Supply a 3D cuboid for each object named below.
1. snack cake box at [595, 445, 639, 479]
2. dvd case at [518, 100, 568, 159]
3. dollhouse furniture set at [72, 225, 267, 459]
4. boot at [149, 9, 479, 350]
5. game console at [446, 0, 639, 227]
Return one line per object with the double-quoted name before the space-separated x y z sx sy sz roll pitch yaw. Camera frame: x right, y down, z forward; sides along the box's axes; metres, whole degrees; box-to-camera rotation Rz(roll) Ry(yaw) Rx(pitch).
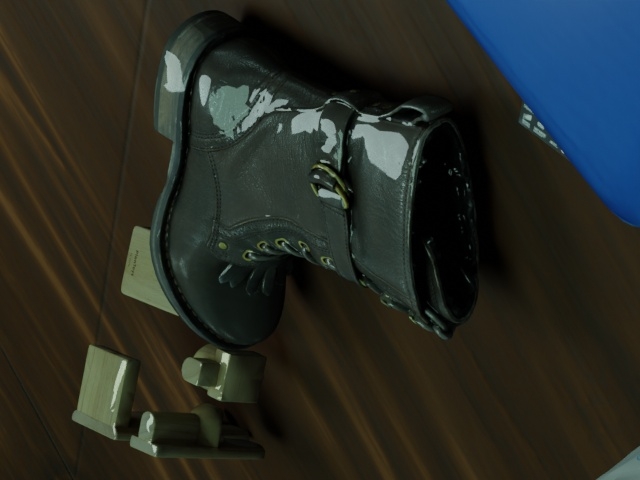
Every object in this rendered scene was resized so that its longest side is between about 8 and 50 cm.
"snack cake box" 0.257 0.218 1.000 0.264 0.089 0.152 60 152 -6
"dvd case" 0.139 -0.078 0.961 0.087 0.013 0.119 40 148 27
"dollhouse furniture set" -0.075 0.077 1.415 0.144 0.123 0.151 17 98 48
"boot" 0.000 0.000 1.165 0.229 0.091 0.263 31 140 38
"game console" 0.123 -0.200 0.676 0.173 0.250 0.293 28 144 11
